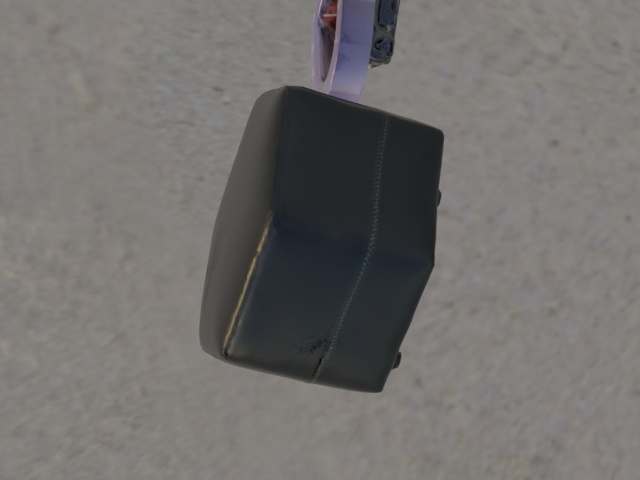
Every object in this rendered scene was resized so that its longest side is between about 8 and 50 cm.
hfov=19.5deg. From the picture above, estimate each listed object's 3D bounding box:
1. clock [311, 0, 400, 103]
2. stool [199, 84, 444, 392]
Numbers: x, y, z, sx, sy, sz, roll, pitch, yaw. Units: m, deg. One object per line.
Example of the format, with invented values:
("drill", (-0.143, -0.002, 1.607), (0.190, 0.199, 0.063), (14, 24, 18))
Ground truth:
("clock", (0.035, -0.212, 1.735), (0.064, 0.172, 0.198), (9, 87, -9))
("stool", (0.000, 0.000, 1.382), (0.141, 0.232, 0.232), (14, 98, -11))
